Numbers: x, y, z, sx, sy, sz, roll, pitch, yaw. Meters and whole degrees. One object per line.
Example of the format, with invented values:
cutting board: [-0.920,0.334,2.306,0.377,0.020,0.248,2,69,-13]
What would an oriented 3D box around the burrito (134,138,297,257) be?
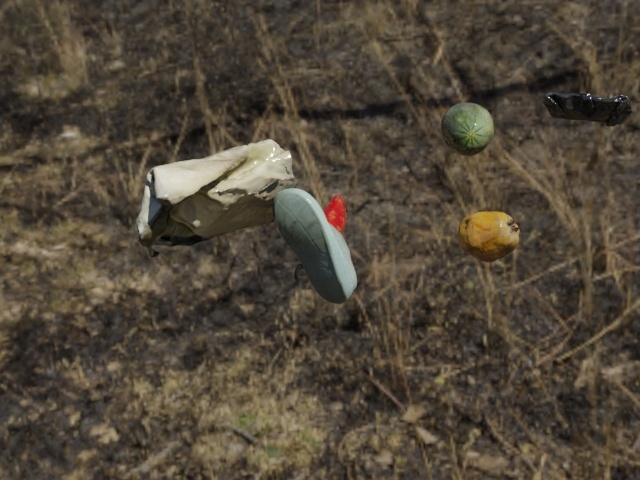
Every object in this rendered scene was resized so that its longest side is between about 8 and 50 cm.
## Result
burrito: [-0.208,-0.088,1.464,0.331,0.135,0.190,-17,-21,-43]

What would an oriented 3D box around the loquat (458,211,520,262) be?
loquat: [0.368,-0.013,1.712,0.137,0.137,0.113,2,64,16]

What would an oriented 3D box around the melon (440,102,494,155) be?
melon: [0.317,-0.243,1.708,0.114,0.114,0.167,-2,22,5]

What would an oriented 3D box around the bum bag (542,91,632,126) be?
bum bag: [0.608,-0.299,1.801,0.197,0.087,0.049,10,64,23]

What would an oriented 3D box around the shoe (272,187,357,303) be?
shoe: [0.000,0.000,1.500,0.103,0.251,0.100,-12,23,34]

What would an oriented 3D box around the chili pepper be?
chili pepper: [0.005,-0.010,1.678,0.071,0.063,0.272,35,50,-4]
